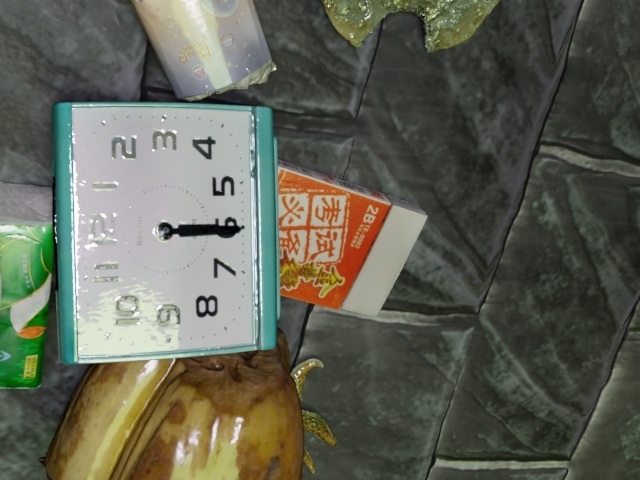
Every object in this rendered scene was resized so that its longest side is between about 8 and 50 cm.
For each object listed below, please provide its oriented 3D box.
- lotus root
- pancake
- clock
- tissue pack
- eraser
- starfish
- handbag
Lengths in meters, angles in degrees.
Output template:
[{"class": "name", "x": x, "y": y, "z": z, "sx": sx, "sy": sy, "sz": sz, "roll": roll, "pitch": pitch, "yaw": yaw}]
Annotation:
[{"class": "lotus root", "x": -0.159, "y": 0.213, "z": 1.043, "sx": 0.316, "sy": 0.316, "sz": 0.250, "roll": 11, "pitch": 102, "yaw": -24}, {"class": "pancake", "x": 0.109, "y": -0.321, "z": 0.994, "sx": 0.254, "sy": 0.037, "sz": 0.253, "roll": -9, "pitch": 119, "yaw": -16}, {"class": "clock", "x": -0.165, "y": -0.010, "z": 0.971, "sx": 0.231, "sy": 0.116, "sz": 0.262, "roll": -2, "pitch": 92, "yaw": -22}, {"class": "tissue pack", "x": -0.359, "y": 0.060, "z": 0.967, "sx": 0.148, "sy": 0.156, "sz": 0.209, "roll": 6, "pitch": 116, "yaw": -19}, {"class": "eraser", "x": 0.000, "y": 0.000, "z": 1.126, "sx": 0.230, "sy": 0.038, "sz": 0.157, "roll": 17, "pitch": 110, "yaw": -25}, {"class": "starfish", "x": -0.064, "y": 0.247, "z": 1.238, "sx": 0.217, "sy": 0.050, "sz": 0.223, "roll": -41, "pitch": 117, "yaw": 14}, {"class": "handbag", "x": -0.119, "y": -0.221, "z": 0.936, "sx": 0.117, "sy": 0.095, "sz": 0.173, "roll": -24, "pitch": 119, "yaw": -4}]
